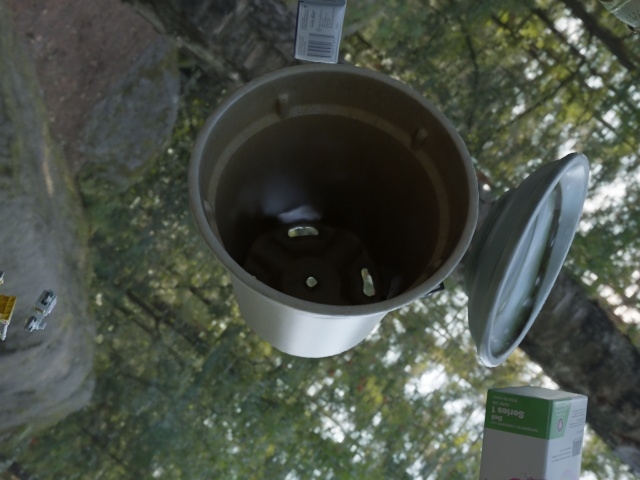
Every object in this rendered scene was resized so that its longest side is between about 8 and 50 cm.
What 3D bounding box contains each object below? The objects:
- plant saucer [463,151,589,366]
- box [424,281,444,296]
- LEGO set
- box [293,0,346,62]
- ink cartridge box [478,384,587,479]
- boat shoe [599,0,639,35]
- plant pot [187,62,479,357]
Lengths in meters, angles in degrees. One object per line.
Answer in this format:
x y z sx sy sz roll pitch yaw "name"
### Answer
0.343 0.023 1.474 0.400 0.100 0.401 -44 147 -38 "plant saucer"
0.132 -0.053 1.437 0.060 0.270 0.216 -22 -171 9 "box"
-0.582 0.077 1.369 0.132 0.287 0.107 -56 179 -43 "LEGO set"
0.001 -0.366 1.281 0.126 0.072 0.137 101 -5 -60 "box"
0.355 0.394 1.415 0.201 0.117 0.278 12 84 -56 "ink cartridge box"
0.450 -0.332 1.148 0.104 0.089 0.285 -36 -179 38 "boat shoe"
0.000 0.000 1.085 0.334 0.333 0.305 -52 169 -26 "plant pot"
